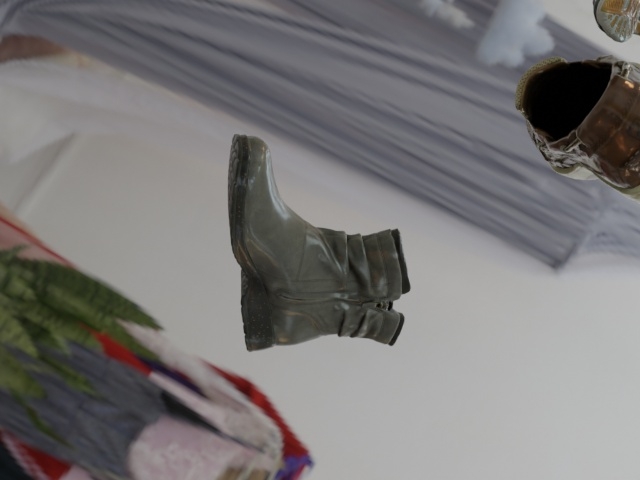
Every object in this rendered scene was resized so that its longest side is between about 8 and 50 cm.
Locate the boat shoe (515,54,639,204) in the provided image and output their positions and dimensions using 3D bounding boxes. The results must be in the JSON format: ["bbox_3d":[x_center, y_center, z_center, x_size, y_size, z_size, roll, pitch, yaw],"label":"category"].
[{"bbox_3d":[0.181,-0.095,0.827,0.095,0.095,0.257,-58,-168,5],"label":"boat shoe"}]

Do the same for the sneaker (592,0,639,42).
[{"bbox_3d":[0.185,-0.145,0.763,0.083,0.037,0.032,-8,120,-56],"label":"sneaker"}]

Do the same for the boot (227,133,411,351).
[{"bbox_3d":[0.000,0.000,1.118,0.083,0.161,0.246,-96,-179,-52],"label":"boot"}]
